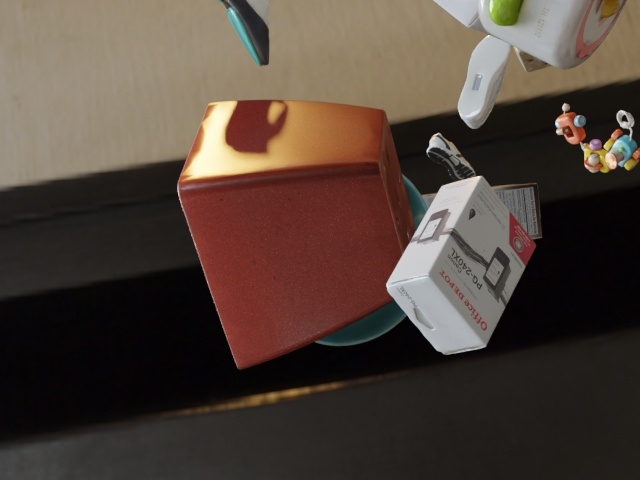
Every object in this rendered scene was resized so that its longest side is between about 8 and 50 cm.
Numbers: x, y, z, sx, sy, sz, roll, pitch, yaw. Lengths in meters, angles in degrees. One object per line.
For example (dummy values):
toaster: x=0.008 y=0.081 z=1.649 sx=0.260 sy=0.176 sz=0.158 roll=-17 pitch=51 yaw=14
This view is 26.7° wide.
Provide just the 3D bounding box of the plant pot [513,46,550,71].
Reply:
plant pot: x=0.356 y=-0.339 z=2.195 sx=0.109 sy=0.096 sz=0.109 roll=-14 pitch=-24 yaw=15

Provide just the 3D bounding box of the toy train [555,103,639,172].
toy train: x=0.448 y=-0.161 z=2.200 sx=0.046 sy=0.125 sz=0.166 roll=-36 pitch=21 yaw=-25

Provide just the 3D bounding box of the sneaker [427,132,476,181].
sneaker: x=0.216 y=-0.134 z=2.183 sx=0.040 sy=0.043 sz=0.109 roll=-25 pitch=-49 yaw=34

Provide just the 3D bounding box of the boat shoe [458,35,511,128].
boat shoe: x=0.301 y=-0.286 z=2.433 sx=0.066 sy=0.184 sz=0.063 roll=9 pitch=-20 yaw=21

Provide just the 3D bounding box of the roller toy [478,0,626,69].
roller toy: x=0.299 y=-0.316 z=1.642 sx=0.209 sy=0.146 sz=0.191 roll=-57 pitch=-20 yaw=-5

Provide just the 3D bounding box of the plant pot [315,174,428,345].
plant pot: x=0.000 y=0.000 z=2.142 sx=0.293 sy=0.293 sz=0.235 roll=1 pitch=8 yaw=-21

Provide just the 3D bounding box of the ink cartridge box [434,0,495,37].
ink cartridge box: x=0.221 y=-0.395 z=1.932 sx=0.129 sy=0.223 sz=0.307 roll=-53 pitch=-20 yaw=16

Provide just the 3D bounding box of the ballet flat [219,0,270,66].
ballet flat: x=-0.115 y=-0.345 z=1.906 sx=0.074 sy=0.074 sz=0.203 roll=-29 pitch=-77 yaw=32

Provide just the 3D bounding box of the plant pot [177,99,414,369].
plant pot: x=-0.013 y=-0.032 z=1.711 sx=0.236 sy=0.267 sz=0.267 roll=-11 pitch=-63 yaw=11

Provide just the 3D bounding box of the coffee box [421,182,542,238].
coffee box: x=0.286 y=-0.045 z=2.785 sx=0.297 sy=0.118 sz=0.168 roll=-7 pitch=2 yaw=-18

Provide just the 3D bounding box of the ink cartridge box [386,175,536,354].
ink cartridge box: x=0.147 y=0.026 z=1.389 sx=0.063 sy=0.150 sz=0.109 roll=-14 pitch=-55 yaw=45
